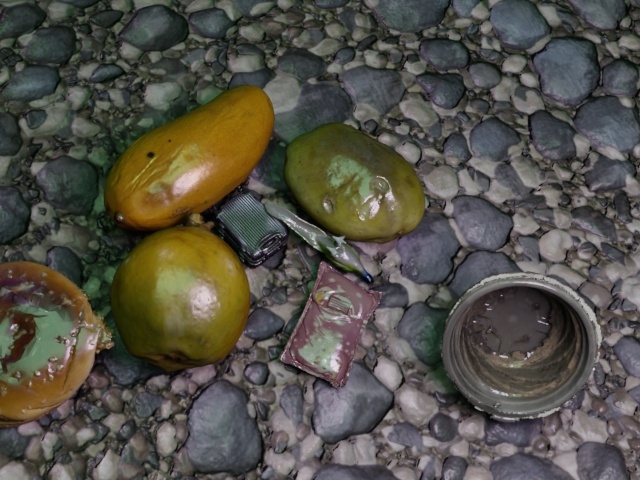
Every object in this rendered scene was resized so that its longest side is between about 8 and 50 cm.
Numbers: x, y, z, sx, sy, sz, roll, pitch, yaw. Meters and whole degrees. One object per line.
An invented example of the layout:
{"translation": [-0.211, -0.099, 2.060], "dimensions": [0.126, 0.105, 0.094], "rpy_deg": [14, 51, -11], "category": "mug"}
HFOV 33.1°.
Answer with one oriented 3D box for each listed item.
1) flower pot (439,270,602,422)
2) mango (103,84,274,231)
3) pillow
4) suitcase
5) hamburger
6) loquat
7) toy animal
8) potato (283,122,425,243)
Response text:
{"translation": [0.296, 0.140, 1.619], "dimensions": [0.236, 0.140, 0.235], "rpy_deg": [2, 106, 8], "category": "flower pot"}
{"translation": [-0.202, -0.136, 1.748], "dimensions": [0.359, 0.144, 0.187], "rpy_deg": [-39, 39, -25], "category": "mango"}
{"translation": [0.018, 0.133, 1.686], "dimensions": [0.118, 0.043, 0.185], "rpy_deg": [24, 66, 5], "category": "pillow"}
{"translation": [-0.116, -0.020, 1.749], "dimensions": [0.086, 0.059, 0.126], "rpy_deg": [-38, 73, -21], "category": "suitcase"}
{"translation": [-0.446, 0.153, 1.595], "dimensions": [0.286, 0.146, 0.243], "rpy_deg": [9, 69, 0], "category": "hamburger"}
{"translation": [-0.202, 0.067, 1.607], "dimensions": [0.213, 0.213, 0.246], "rpy_deg": [7, 67, 0], "category": "loquat"}
{"translation": [0.004, -0.001, 1.705], "dimensions": [0.217, 0.075, 0.041], "rpy_deg": [35, 81, -5], "category": "toy animal"}
{"translation": [0.055, -0.095, 1.750], "dimensions": [0.197, 0.148, 0.228], "rpy_deg": [-10, 54, -36], "category": "potato"}
